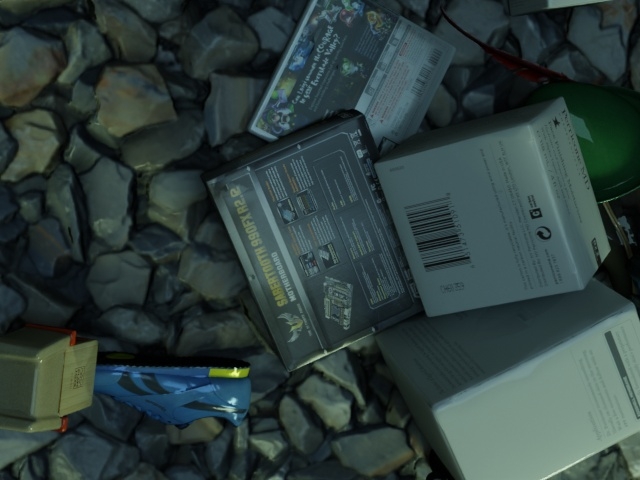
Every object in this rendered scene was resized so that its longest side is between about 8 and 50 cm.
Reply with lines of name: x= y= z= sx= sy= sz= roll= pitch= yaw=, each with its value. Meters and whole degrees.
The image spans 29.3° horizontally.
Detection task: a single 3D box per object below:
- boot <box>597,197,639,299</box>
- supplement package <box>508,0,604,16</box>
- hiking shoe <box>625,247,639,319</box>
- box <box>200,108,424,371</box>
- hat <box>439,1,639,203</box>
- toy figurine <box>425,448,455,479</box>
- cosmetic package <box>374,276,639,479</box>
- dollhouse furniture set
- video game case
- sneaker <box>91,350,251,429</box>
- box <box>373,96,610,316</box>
boot: x=0.283 y=-0.003 z=1.405 sx=0.137 sy=0.077 sz=0.198 roll=-23 pitch=103 yaw=4
supplement package: x=0.262 y=-0.345 z=1.340 sx=0.105 sy=0.105 sz=0.179 roll=-11 pitch=98 yaw=-13
hiking shoe: x=0.402 y=0.138 z=1.386 sx=0.132 sy=0.113 sz=0.304 roll=-35 pitch=121 yaw=-1
box: x=0.000 y=0.000 z=1.314 sx=0.183 sy=0.056 sz=0.231 roll=-25 pitch=105 yaw=-6
hat: x=0.255 y=-0.155 z=1.289 sx=0.208 sy=0.173 sz=0.183 roll=-13 pitch=139 yaw=12
toy figurine: x=0.176 y=0.350 z=1.357 sx=0.209 sy=0.148 sz=0.213 roll=40 pitch=84 yaw=-14
cosmetic package: x=0.205 y=0.140 z=1.290 sx=0.225 sy=0.224 sz=0.138 roll=-25 pitch=108 yaw=-5
dollhouse furniture set: x=-0.366 y=0.123 z=1.199 sx=0.259 sy=0.135 sz=0.262 roll=7 pitch=93 yaw=12
video game case: x=0.035 y=-0.166 z=1.340 sx=0.173 sy=0.022 sz=0.190 roll=26 pitch=89 yaw=-16
sneaker: x=-0.175 y=0.162 z=1.290 sx=0.209 sy=0.069 sz=0.082 roll=6 pitch=97 yaw=-15
box: x=0.180 y=-0.034 z=1.275 sx=0.182 sy=0.119 sz=0.181 roll=-13 pitch=103 yaw=31
